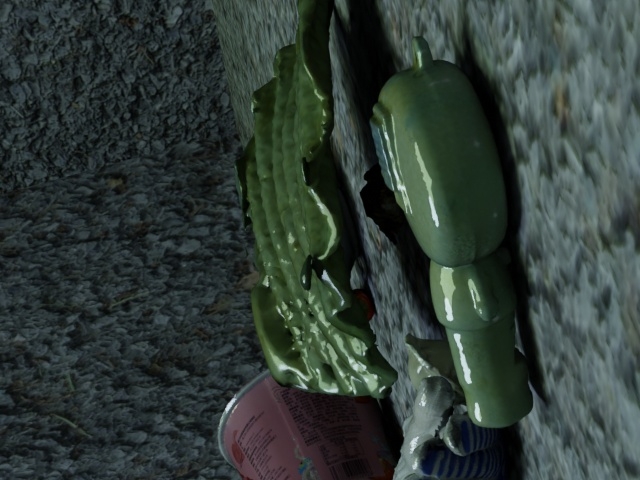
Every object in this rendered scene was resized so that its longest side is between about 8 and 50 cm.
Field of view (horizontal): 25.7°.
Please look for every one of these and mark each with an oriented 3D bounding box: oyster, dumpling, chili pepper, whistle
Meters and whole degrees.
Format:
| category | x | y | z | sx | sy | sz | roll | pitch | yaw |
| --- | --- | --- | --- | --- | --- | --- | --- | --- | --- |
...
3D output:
| category | x | y | z | sx | sy | sz | roll | pitch | yaw |
| --- | --- | --- | --- | --- | --- | --- | --- | --- | --- |
| oyster | 0.054 | -0.044 | 1.292 | 0.132 | 0.029 | 0.086 | 81 | 172 | -58 |
| dumpling | 0.098 | 0.112 | 1.137 | 0.057 | 0.052 | 0.076 | -90 | -9 | -60 |
| chili pepper | 0.048 | 0.083 | 1.803 | 0.178 | 0.027 | 0.045 | -177 | 76 | -85 |
| whistle | 0.083 | -0.002 | 0.872 | 0.126 | 0.067 | 0.258 | -115 | 8 | -70 |

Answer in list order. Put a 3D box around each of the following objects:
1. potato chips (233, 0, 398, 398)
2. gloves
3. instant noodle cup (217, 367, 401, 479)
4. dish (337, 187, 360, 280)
| category | x | y | z | sx | sy | sz | roll | pitch | yaw |
| --- | --- | --- | --- | --- | --- | --- | --- | --- | --- |
| potato chips | -0.006 | -0.045 | 1.268 | 0.373 | 0.097 | 0.389 | 131 | 134 | -75 |
| gloves | 0.099 | 0.177 | 1.102 | 0.229 | 0.097 | 0.119 | 73 | 175 | -72 |
| instant noodle cup | 0.009 | 0.313 | 1.905 | 0.231 | 0.243 | 0.243 | -121 | 14 | -45 |
| dish | 0.000 | 0.000 | 1.747 | 0.236 | 0.086 | 0.228 | -117 | 11 | -65 |
